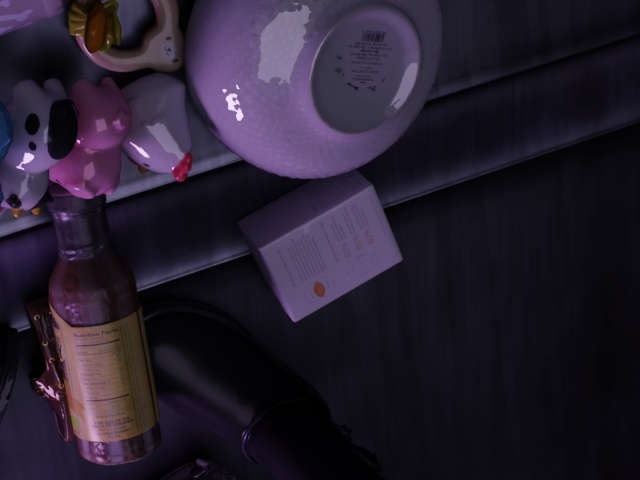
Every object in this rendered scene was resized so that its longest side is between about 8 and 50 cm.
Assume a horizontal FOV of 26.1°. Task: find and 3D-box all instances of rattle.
[{"bbox_3d":[-0.183,-0.235,1.594,0.199,0.142,0.130,29,82,-26],"label":"rattle"}]

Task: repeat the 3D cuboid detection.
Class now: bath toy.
[{"bbox_3d":[-0.268,-0.101,1.543,0.151,0.129,0.348,-34,170,35],"label":"bath toy"}]

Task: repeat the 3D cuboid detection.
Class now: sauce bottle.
[{"bbox_3d":[-0.268,0.098,1.678,0.111,0.111,0.344,-12,107,-18],"label":"sauce bottle"}]

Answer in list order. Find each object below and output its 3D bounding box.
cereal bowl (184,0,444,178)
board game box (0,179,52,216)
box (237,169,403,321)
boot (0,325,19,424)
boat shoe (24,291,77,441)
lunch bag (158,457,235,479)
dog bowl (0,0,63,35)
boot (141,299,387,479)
[{"bbox_3d":[0.016,-0.221,1.651,0.339,0.141,0.339,-16,122,-27],"label":"cereal bowl"},{"bbox_3d":[-0.493,-0.004,1.470,0.390,0.050,0.390,-53,154,-6],"label":"board game box"},{"bbox_3d":[0.000,0.000,1.815,0.170,0.091,0.130,-29,123,-9],"label":"box"},{"bbox_3d":[-0.499,0.200,1.691,0.207,0.094,0.246,19,99,-25],"label":"boot"},{"bbox_3d":[-0.338,0.163,1.758,0.073,0.073,0.207,-14,111,-31],"label":"boat shoe"},{"bbox_3d":[-0.169,0.477,1.921,0.256,0.212,0.305,-45,126,-18],"label":"lunch bag"},{"bbox_3d":[-0.389,-0.340,1.333,0.102,0.349,0.349,-35,124,-8],"label":"dog bowl"},{"bbox_3d":[-0.046,0.268,1.716,0.367,0.445,0.146,30,100,-32],"label":"boot"}]
